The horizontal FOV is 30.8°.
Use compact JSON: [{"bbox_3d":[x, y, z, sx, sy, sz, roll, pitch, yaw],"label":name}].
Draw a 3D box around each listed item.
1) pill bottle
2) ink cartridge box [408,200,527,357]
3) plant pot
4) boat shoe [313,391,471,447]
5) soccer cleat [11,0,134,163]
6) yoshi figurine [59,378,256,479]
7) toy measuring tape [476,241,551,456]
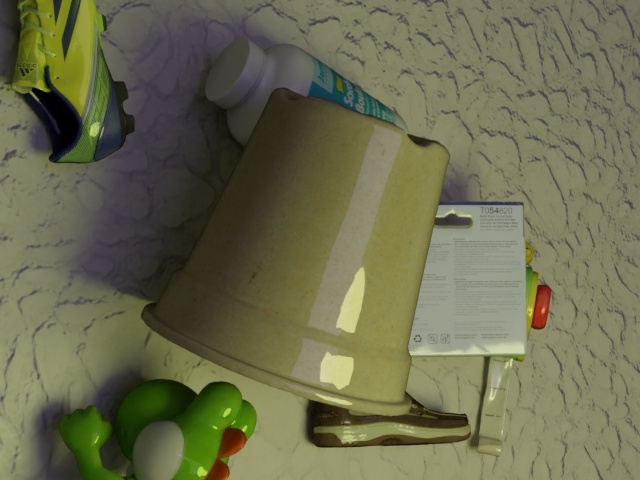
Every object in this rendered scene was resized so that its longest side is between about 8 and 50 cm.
[{"bbox_3d":[-0.020,-0.161,1.521,0.264,0.146,0.146,29,69,-33],"label":"pill bottle"},{"bbox_3d":[0.185,0.056,1.664,0.223,0.045,0.224,1,87,-8],"label":"ink cartridge box"},{"bbox_3d":[0.000,0.000,1.354,0.334,0.334,0.305,18,94,-35],"label":"plant pot"},{"bbox_3d":[0.107,0.238,1.620,0.257,0.095,0.095,6,76,-37],"label":"boat shoe"},{"bbox_3d":[-0.310,-0.227,1.340,0.121,0.093,0.289,-24,101,-34],"label":"soccer cleat"},{"bbox_3d":[-0.235,0.295,1.336,0.203,0.203,0.362,41,72,18],"label":"yoshi figurine"},{"bbox_3d":[0.277,0.153,1.738,0.121,0.121,0.330,22,73,-34],"label":"toy measuring tape"}]
